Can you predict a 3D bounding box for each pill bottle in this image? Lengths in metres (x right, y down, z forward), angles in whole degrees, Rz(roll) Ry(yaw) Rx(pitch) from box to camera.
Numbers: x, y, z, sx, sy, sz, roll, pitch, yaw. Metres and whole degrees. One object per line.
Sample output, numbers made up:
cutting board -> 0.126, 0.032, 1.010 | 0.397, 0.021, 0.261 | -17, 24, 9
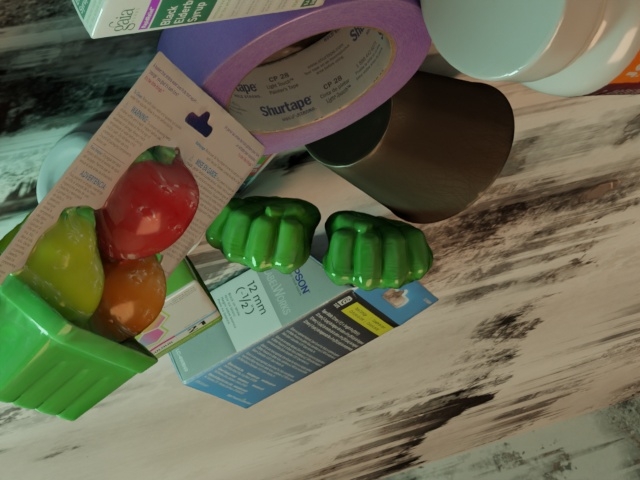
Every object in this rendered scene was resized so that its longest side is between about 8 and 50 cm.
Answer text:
pill bottle -> 0.302, -0.260, 1.648 | 0.392, 0.224, 0.224 | -7, 152, -43
pill bottle -> -0.211, -0.043, 1.741 | 0.103, 0.103, 0.184 | -35, 144, 24

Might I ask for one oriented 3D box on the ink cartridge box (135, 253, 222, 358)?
ink cartridge box -> -0.245, 0.062, 1.898 | 0.189, 0.097, 0.255 | -31, 156, -3

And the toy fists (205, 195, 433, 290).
toy fists -> 0.000, 0.000, 1.952 | 0.279, 0.096, 0.142 | 11, -166, 4

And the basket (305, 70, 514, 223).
basket -> 0.089, -0.124, 1.866 | 0.204, 0.154, 0.227 | -42, 150, 22

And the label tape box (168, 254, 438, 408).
label tape box -> -0.028, 0.104, 2.321 | 0.348, 0.115, 0.249 | -31, 158, 9

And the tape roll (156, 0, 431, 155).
tape roll -> -0.026, -0.197, 1.646 | 0.275, 0.090, 0.275 | -22, 158, -9

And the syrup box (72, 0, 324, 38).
syrup box -> -0.102, -0.255, 1.419 | 0.237, 0.096, 0.093 | -14, 156, -29

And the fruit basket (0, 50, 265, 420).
fruit basket -> -0.217, -0.002, 1.568 | 0.353, 0.165, 0.327 | -57, 160, -2

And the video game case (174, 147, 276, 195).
video game case -> -0.132, -0.102, 1.845 | 0.201, 0.023, 0.183 | -7, 152, -40
